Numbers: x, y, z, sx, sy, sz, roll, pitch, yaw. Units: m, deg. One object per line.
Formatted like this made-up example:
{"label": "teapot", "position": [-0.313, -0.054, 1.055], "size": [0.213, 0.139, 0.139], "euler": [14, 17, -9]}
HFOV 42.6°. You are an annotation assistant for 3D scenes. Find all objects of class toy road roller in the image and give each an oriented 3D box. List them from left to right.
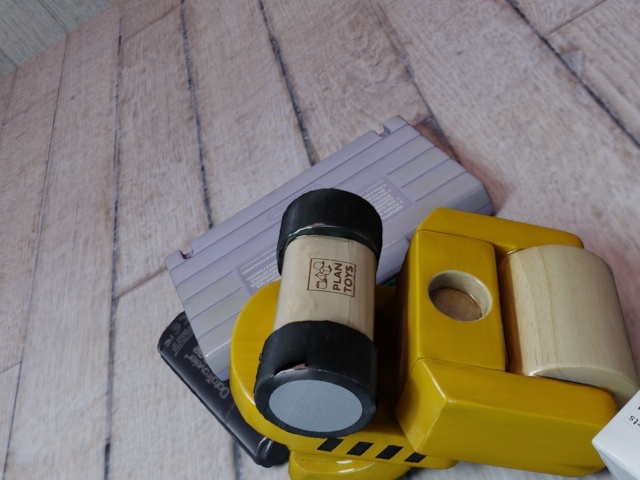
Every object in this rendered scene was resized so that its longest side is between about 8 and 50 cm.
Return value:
{"label": "toy road roller", "position": [0.084, 0.115, 0.730], "size": [0.329, 0.241, 0.203], "euler": [8, 46, -3]}

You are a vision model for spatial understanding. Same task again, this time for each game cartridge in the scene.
{"label": "game cartridge", "position": [0.000, 0.000, 0.962], "size": [0.355, 0.068, 0.230], "euler": [-32, 40, -4]}

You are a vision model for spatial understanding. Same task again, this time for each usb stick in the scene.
{"label": "usb stick", "position": [-0.105, 0.157, 0.924], "size": [0.077, 0.045, 0.278], "euler": [-50, 39, -8]}

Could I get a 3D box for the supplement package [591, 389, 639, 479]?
{"label": "supplement package", "position": [0.309, 0.133, 0.486], "size": [0.203, 0.194, 0.149], "euler": [-44, 37, -6]}
